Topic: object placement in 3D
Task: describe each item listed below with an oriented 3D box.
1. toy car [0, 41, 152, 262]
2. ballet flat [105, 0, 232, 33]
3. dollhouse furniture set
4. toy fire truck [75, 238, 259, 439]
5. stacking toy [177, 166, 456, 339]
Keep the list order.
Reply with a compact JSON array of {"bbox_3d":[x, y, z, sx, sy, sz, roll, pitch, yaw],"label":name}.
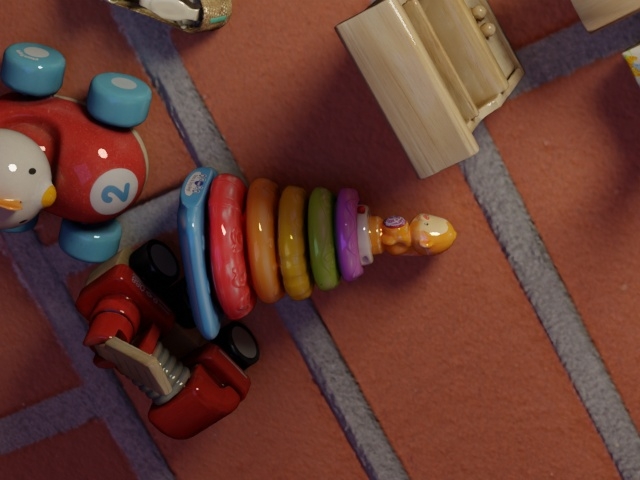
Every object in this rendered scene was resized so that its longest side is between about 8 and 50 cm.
[{"bbox_3d":[-0.324,-0.071,2.014,0.210,0.238,0.219,20,117,10],"label":"toy car"},{"bbox_3d":[-0.198,-0.280,1.983,0.206,0.067,0.073,18,116,12],"label":"ballet flat"},{"bbox_3d":[0.248,-0.249,1.739,0.394,0.256,0.362,-25,102,26],"label":"dollhouse furniture set"},{"bbox_3d":[-0.178,0.139,2.030,0.158,0.246,0.217,-33,111,27],"label":"toy fire truck"},{"bbox_3d":[0.000,0.000,1.998,0.302,0.175,0.166,-4,113,8],"label":"stacking toy"}]
